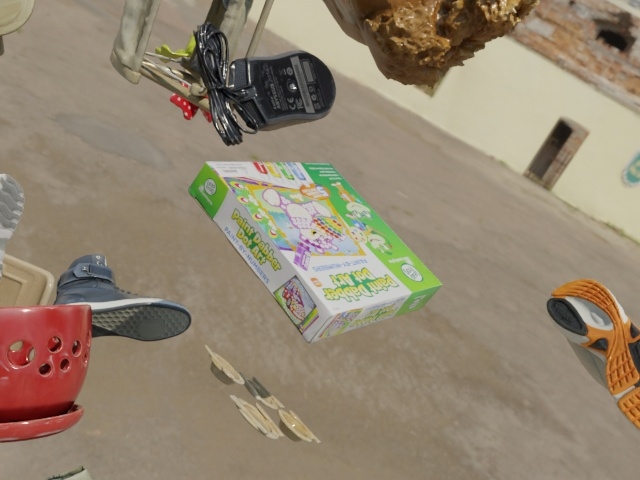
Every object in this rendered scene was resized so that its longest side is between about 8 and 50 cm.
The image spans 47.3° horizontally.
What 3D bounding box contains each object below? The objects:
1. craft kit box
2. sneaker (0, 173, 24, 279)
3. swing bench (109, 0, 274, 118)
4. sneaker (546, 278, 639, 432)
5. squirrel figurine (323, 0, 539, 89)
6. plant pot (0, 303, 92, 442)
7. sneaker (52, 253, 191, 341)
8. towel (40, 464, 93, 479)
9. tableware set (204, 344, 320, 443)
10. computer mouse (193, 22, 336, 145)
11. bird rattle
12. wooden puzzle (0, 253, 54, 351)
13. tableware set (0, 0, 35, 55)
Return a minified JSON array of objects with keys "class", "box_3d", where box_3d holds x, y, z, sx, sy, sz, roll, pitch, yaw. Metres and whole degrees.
[{"class":"craft kit box","box_3d":[0.000,0.000,0.910,0.250,0.061,0.246,-8,54,-53]},{"class":"sneaker","box_3d":[-0.575,0.022,1.171,0.105,0.115,0.281,60,34,-46]},{"class":"swing bench","box_3d":[-0.208,-0.372,1.215,0.255,0.253,0.165,22,26,-6]},{"class":"sneaker","box_3d":[0.387,0.162,0.901,0.121,0.099,0.262,52,10,-40]},{"class":"squirrel figurine","box_3d":[0.214,-0.463,1.217,0.396,0.371,0.281,62,-3,23]},{"class":"plant pot","box_3d":[-0.405,0.172,0.984,0.191,0.174,0.191,-3,-2,0]},{"class":"sneaker","box_3d":[-0.332,0.091,1.233,0.226,0.086,0.163,3,32,-12]},{"class":"towel","box_3d":[-0.472,0.549,1.182,0.056,0.312,0.324,-124,-164,-74]},{"class":"tableware set","box_3d":[-0.072,0.193,0.879,0.141,0.020,0.169,41,0,35]},{"class":"computer mouse","box_3d":[-0.088,-0.242,1.165,0.272,0.188,0.072,-12,-2,-45]},{"class":"bird rattle","box_3d":[-0.295,-0.393,1.816,0.253,0.143,0.207,65,8,20]},{"class":"wooden puzzle","box_3d":[-0.734,0.151,1.490,0.348,0.322,0.080,23,7,4]},{"class":"tableware set","box_3d":[-0.386,-0.288,0.766,0.194,0.128,0.039,39,-3,-8]}]
